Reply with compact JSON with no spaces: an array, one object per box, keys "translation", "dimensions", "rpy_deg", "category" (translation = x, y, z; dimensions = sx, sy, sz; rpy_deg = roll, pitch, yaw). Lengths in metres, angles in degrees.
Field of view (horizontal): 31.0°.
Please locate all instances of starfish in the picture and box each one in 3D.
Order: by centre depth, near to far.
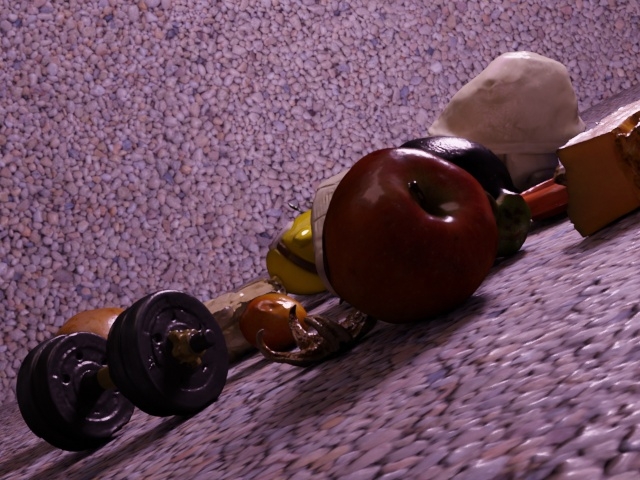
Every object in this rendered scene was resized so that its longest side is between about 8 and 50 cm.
[{"translation":[0.008,0.114,1.572],"dimensions":[0.146,0.074,0.190],"rpy_deg":[-22,5,38],"category":"starfish"}]

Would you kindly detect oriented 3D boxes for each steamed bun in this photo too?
[{"translation":[0.095,-0.018,1.991],"dimensions":[0.200,0.155,0.250],"rpy_deg":[-23,48,29],"category":"steamed bun"},{"translation":[-0.138,0.145,2.017],"dimensions":[0.177,0.106,0.192],"rpy_deg":[-23,11,-12],"category":"steamed bun"},{"translation":[0.388,-0.203,2.326],"dimensions":[0.352,0.247,0.339],"rpy_deg":[-48,-16,15],"category":"steamed bun"}]

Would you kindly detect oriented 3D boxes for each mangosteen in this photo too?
[{"translation":[0.184,-0.045,1.685],"dimensions":[0.243,0.243,0.243],"rpy_deg":[-26,3,2],"category":"mangosteen"}]

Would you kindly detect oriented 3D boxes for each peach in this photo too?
[{"translation":[-0.070,0.131,1.809],"dimensions":[0.101,0.101,0.101],"rpy_deg":[-26,3,2],"category":"peach"}]

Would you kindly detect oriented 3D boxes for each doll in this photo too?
[{"translation":[0.000,0.000,2.216],"dimensions":[0.363,0.145,0.199],"rpy_deg":[-48,-14,-9],"category":"doll"}]

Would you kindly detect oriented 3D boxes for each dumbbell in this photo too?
[{"translation":[-0.293,0.196,1.703],"dimensions":[0.388,0.185,0.185],"rpy_deg":[-23,4,37],"category":"dumbbell"}]

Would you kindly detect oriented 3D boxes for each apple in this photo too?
[{"translation":[0.108,0.004,1.463],"dimensions":[0.230,0.230,0.230],"rpy_deg":[-26,3,2],"category":"apple"}]

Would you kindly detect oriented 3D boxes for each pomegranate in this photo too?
[{"translation":[-0.390,0.219,2.081],"dimensions":[0.207,0.207,0.207],"rpy_deg":[-26,3,2],"category":"pomegranate"}]

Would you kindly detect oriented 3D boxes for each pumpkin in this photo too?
[{"translation":[0.419,-0.110,1.542],"dimensions":[0.248,0.131,0.126],"rpy_deg":[-21,11,-3],"category":"pumpkin"}]

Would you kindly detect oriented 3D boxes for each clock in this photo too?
[{"translation":[0.391,-0.077,1.839],"dimensions":[0.205,0.051,0.205],"rpy_deg":[-25,2,1],"category":"clock"}]

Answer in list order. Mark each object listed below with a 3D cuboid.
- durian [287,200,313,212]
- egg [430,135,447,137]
[{"translation":[0.110,-0.035,2.459],"dimensions":[0.375,0.106,0.132],"rpy_deg":[1,31,-21],"category":"durian"},{"translation":[0.212,-0.094,2.137],"dimensions":[0.245,0.203,0.203],"rpy_deg":[-6,3,-1],"category":"egg"}]
